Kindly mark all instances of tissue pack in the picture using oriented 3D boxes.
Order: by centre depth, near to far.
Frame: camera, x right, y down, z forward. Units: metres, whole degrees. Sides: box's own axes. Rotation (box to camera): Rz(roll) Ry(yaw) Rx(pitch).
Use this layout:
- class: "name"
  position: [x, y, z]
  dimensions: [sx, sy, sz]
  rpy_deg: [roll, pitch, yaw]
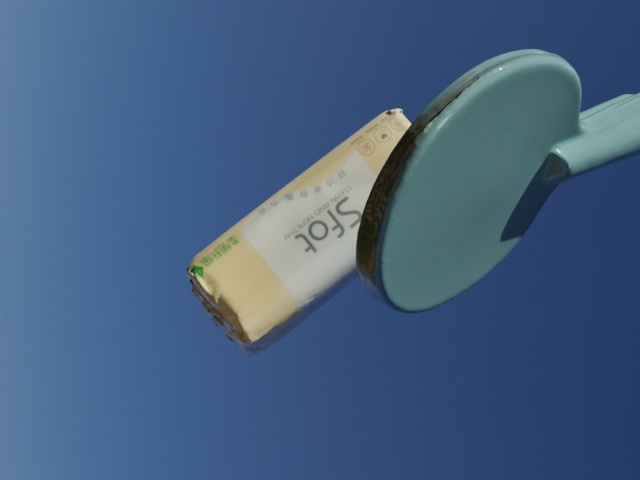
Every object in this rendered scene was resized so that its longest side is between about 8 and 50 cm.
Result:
- class: "tissue pack"
  position: [0.000, 0.000, 0.793]
  dimensions: [0.090, 0.222, 0.186]
  rpy_deg: [52, -11, 7]

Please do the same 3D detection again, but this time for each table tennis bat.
- class: "table tennis bat"
  position: [0.108, -0.040, 0.504]
  dimensions: [0.038, 0.237, 0.149]
  rpy_deg: [39, -45, 33]
